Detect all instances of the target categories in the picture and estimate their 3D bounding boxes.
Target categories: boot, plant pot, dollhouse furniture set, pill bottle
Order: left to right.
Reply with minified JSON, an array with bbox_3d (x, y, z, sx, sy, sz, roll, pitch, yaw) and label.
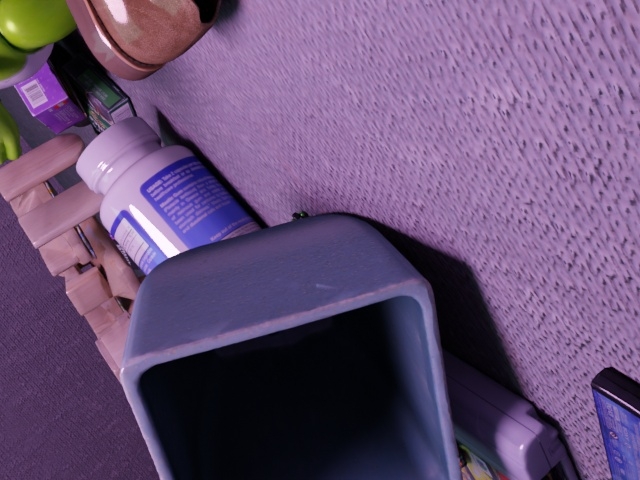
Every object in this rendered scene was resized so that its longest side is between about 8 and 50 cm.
[{"bbox_3d":[-0.450,-0.282,1.456,0.198,0.077,0.137,25,150,28],"label":"boot"},{"bbox_3d":[-0.181,-0.283,0.690,0.115,0.112,0.305,-18,110,41],"label":"boot"},{"bbox_3d":[-0.259,0.050,1.381,0.394,0.257,0.362,45,161,41],"label":"dollhouse furniture set"},{"bbox_3d":[-0.185,-0.026,1.150,0.272,0.152,0.152,48,165,7],"label":"pill bottle"},{"bbox_3d":[-0.037,0.109,0.834,0.252,0.247,0.247,-116,11,-60],"label":"plant pot"}]

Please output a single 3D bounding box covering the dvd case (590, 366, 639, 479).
[{"bbox_3d":[0.297,0.201,0.592,0.253,0.022,0.180,34,158,45],"label":"dvd case"}]

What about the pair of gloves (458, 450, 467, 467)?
[{"bbox_3d":[0.118,0.203,0.925,0.083,0.010,0.074,51,165,-1],"label":"pair of gloves"}]

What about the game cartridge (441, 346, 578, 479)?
[{"bbox_3d":[0.190,0.239,0.926,0.196,0.060,0.294,36,160,52],"label":"game cartridge"}]

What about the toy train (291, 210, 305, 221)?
[{"bbox_3d":[0.000,0.000,0.950,0.083,0.017,0.023,44,174,19],"label":"toy train"}]

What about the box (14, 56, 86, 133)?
[{"bbox_3d":[-0.439,-0.299,1.252,0.293,0.057,0.201,60,173,-4],"label":"box"}]

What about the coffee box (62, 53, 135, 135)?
[{"bbox_3d":[-0.317,-0.187,1.341,0.113,0.040,0.184,44,164,17],"label":"coffee box"}]

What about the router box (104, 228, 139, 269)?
[{"bbox_3d":[-0.374,-0.033,1.717,0.179,0.046,0.133,97,176,-69],"label":"router box"}]

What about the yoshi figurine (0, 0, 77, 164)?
[{"bbox_3d":[-0.343,-0.150,0.893,0.203,0.362,0.203,46,164,10],"label":"yoshi figurine"}]
